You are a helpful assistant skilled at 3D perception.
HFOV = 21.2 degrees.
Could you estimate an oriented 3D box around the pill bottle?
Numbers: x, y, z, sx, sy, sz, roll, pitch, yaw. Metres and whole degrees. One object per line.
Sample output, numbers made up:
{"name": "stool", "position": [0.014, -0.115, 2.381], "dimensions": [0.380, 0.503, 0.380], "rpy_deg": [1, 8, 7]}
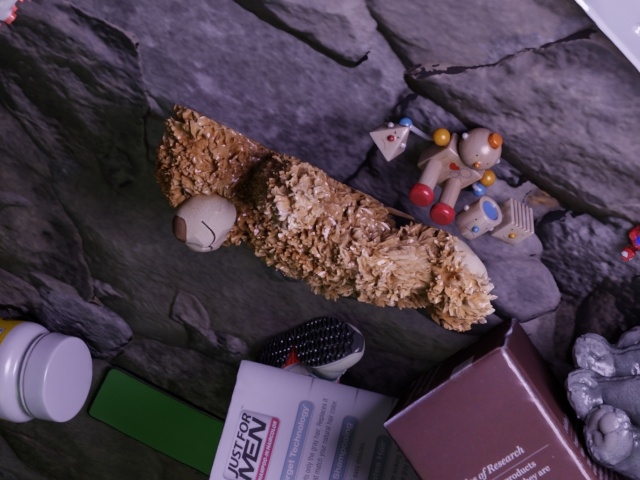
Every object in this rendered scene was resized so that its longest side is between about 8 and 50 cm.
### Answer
{"name": "pill bottle", "position": [-0.378, 0.147, 1.978], "dimensions": [0.208, 0.119, 0.119], "rpy_deg": [7, 142, 24]}

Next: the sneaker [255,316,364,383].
{"name": "sneaker", "position": [0.004, 0.125, 1.776], "dimensions": [0.075, 0.057, 0.161], "rpy_deg": [26, 149, -33]}

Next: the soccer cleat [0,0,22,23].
{"name": "soccer cleat", "position": [-0.302, -0.220, 1.485], "dimensions": [0.076, 0.068, 0.196], "rpy_deg": [44, 145, -20]}

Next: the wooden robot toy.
{"name": "wooden robot toy", "position": [0.126, -0.057, 1.433], "dimensions": [0.173, 0.076, 0.079], "rpy_deg": [39, 133, -21]}

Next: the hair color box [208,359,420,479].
{"name": "hair color box", "position": [0.073, 0.268, 1.742], "dimensions": [0.374, 0.185, 0.114], "rpy_deg": [14, 154, 1]}

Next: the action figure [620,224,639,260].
{"name": "action figure", "position": [0.293, -0.006, 1.431], "dimensions": [0.038, 0.030, 0.115], "rpy_deg": [32, 148, -20]}

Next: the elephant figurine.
{"name": "elephant figurine", "position": [0.344, 0.114, 1.463], "dimensions": [0.239, 0.169, 0.186], "rpy_deg": [-30, 149, 33]}

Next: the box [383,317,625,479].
{"name": "box", "position": [0.223, 0.270, 1.547], "dimensions": [0.143, 0.191, 0.381], "rpy_deg": [-32, 89, 11]}

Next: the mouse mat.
{"name": "mouse mat", "position": [-0.186, 0.222, 2.058], "dimensions": [0.189, 0.007, 0.153], "rpy_deg": [27, 146, -5]}

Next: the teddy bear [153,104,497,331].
{"name": "teddy bear", "position": [0.000, 0.000, 1.508], "dimensions": [0.338, 0.113, 0.245], "rpy_deg": [26, 177, -11]}

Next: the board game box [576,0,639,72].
{"name": "board game box", "position": [0.372, -0.182, 1.122], "dimensions": [0.390, 0.050, 0.390], "rpy_deg": [42, 143, -24]}
